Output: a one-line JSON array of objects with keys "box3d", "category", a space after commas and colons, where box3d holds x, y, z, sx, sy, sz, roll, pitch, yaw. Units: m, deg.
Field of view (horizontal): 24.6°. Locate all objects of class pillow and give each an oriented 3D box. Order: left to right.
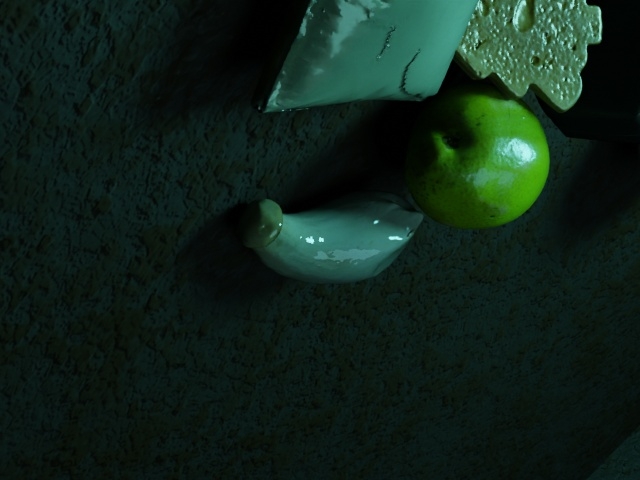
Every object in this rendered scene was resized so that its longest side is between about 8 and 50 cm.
[{"box3d": [0.079, -0.269, 1.538, 0.312, 0.119, 0.310, -11, 131, -49], "category": "pillow"}]

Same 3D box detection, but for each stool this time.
[{"box3d": [0.374, -0.240, 1.890, 0.232, 0.232, 0.141, -52, 154, 5], "category": "stool"}]

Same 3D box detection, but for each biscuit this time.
[{"box3d": [0.236, -0.258, 1.772, 0.239, 0.041, 0.212, -4, 99, -24], "category": "biscuit"}]

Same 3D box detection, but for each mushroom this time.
[{"box3d": [0.000, 0.000, 1.779, 0.270, 0.103, 0.118, -7, 131, -44], "category": "mushroom"}]

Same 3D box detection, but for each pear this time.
[{"box3d": [0.187, -0.106, 1.822, 0.220, 0.187, 0.187, 9, 117, -53], "category": "pear"}]

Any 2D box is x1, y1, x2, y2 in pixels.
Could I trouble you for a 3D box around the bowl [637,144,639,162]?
[{"box3d": [0.617, -0.199, 2.328, 0.307, 0.163, 0.307, -35, 149, -26], "category": "bowl"}]
